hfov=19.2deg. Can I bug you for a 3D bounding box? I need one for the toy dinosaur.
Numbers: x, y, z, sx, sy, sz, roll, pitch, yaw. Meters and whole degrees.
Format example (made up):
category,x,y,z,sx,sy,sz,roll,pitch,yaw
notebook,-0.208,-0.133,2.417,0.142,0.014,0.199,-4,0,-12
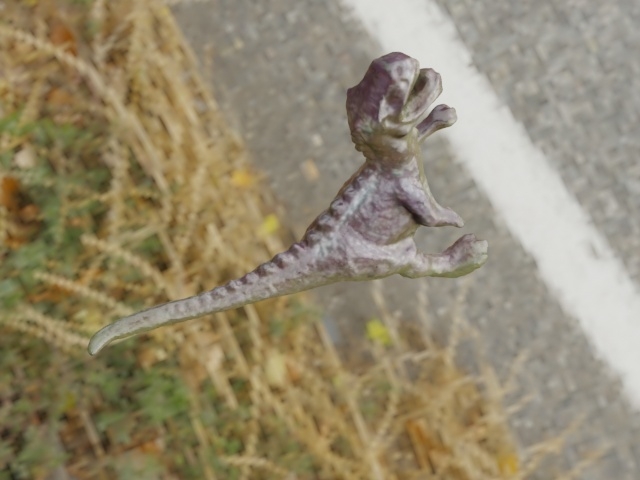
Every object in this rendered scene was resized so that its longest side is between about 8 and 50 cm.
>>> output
category,x,y,z,sx,sy,sz,roll,pitch,yaw
toy dinosaur,-0.001,-0.004,1.165,0.200,0.251,0.072,27,32,-55
